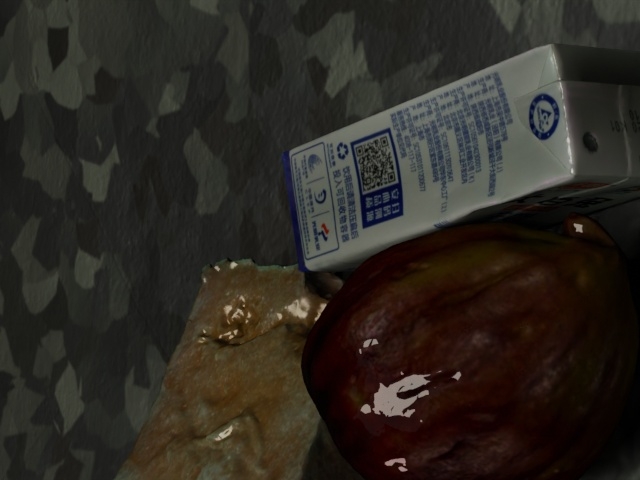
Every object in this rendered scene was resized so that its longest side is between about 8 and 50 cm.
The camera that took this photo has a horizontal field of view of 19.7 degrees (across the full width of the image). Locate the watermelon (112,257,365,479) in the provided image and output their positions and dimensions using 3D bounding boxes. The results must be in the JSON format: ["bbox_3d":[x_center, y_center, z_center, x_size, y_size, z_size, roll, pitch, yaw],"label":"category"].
[{"bbox_3d":[-0.025,0.169,1.533,0.264,0.151,0.302,-6,51,44],"label":"watermelon"}]

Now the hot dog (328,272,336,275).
[{"bbox_3d":[-0.001,0.000,1.624,0.044,0.028,0.137,25,111,55],"label":"hot dog"}]

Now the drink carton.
[{"bbox_3d":[0.118,-0.055,1.396,0.315,0.130,0.107,-19,77,48],"label":"drink carton"}]

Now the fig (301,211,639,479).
[{"bbox_3d":[0.109,0.093,1.340,0.263,0.224,0.224,-24,72,42],"label":"fig"}]
